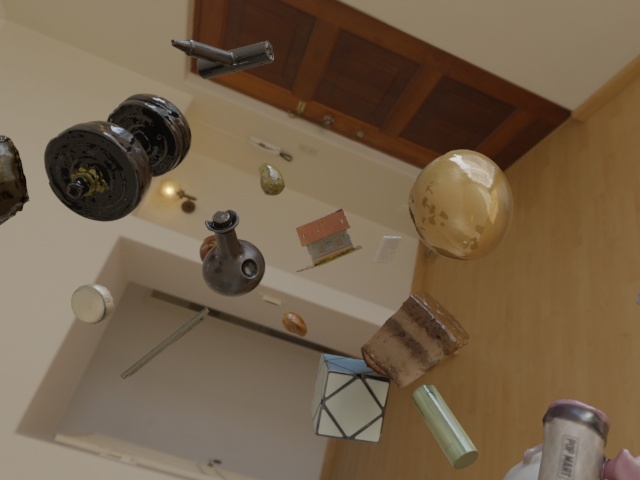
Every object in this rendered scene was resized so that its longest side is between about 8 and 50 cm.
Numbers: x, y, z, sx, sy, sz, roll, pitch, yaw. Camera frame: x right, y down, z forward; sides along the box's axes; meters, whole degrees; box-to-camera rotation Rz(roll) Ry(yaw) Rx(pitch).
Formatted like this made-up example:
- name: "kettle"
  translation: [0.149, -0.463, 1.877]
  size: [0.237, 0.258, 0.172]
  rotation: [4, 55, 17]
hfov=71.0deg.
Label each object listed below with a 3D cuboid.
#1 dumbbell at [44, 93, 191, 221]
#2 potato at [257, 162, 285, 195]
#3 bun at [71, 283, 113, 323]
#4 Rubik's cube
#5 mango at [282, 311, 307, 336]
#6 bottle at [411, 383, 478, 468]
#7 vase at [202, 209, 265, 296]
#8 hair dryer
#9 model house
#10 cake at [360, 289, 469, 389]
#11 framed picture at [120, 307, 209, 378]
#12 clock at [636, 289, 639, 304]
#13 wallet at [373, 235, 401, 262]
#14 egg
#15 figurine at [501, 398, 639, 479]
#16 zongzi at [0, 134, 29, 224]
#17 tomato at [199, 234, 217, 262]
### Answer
- name: "dumbbell"
  translation: [-0.399, -0.182, 0.924]
  size: [0.388, 0.185, 0.185]
  rotation: [-81, 14, -59]
- name: "potato"
  translation: [-0.160, -0.200, 1.455]
  size: [0.070, 0.091, 0.138]
  rotation: [-32, 45, 14]
- name: "bun"
  translation: [-0.742, 0.204, 1.487]
  size: [0.094, 0.138, 0.138]
  rotation: [-34, -34, -76]
- name: "Rubik's cube"
  translation: [0.088, 0.496, 1.429]
  size: [0.205, 0.204, 0.208]
  rotation: [-172, 92, -85]
- name: "mango"
  translation: [-0.087, 0.298, 1.582]
  size: [0.060, 0.114, 0.080]
  rotation: [-41, 26, 14]
- name: "bottle"
  translation: [0.306, 0.459, 1.122]
  size: [0.072, 0.072, 0.201]
  rotation: [-66, 31, 23]
- name: "vase"
  translation: [-0.167, 0.022, 0.829]
  size: [0.183, 0.120, 0.120]
  rotation: [87, -169, -46]
- name: "hair dryer"
  translation: [-0.208, -0.384, 0.913]
  size: [0.195, 0.173, 0.050]
  rotation: [-27, -73, -72]
- name: "model house"
  translation: [0.000, 0.000, 1.357]
  size: [0.207, 0.219, 0.136]
  rotation: [-42, -68, -86]
- name: "cake"
  translation: [0.257, 0.307, 1.306]
  size: [0.293, 0.199, 0.196]
  rotation: [-47, -16, 16]
- name: "framed picture"
  translation: [-0.541, 0.363, 1.586]
  size: [0.335, 0.022, 0.247]
  rotation: [-39, -1, -23]
- name: "clock"
  translation: [0.407, 0.101, 0.377]
  size: [0.189, 0.253, 0.189]
  rotation: [-39, -41, -43]
- name: "wallet"
  translation: [0.149, 0.021, 1.011]
  size: [0.011, 0.044, 0.083]
  rotation: [-102, 19, -44]
- name: "egg"
  translation: [0.277, -0.065, 0.887]
  size: [0.244, 0.201, 0.201]
  rotation: [-93, 24, -50]
- name: "figurine"
  translation: [0.326, 0.376, 0.572]
  size: [0.361, 0.210, 0.253]
  rotation: [64, -167, -48]
- name: "zongzi"
  translation: [-0.540, -0.046, 0.546]
  size: [0.317, 0.289, 0.154]
  rotation: [6, 111, 46]
- name: "tomato"
  translation: [-0.240, 0.024, 1.053]
  size: [0.087, 0.087, 0.075]
  rotation: [121, 141, -50]
